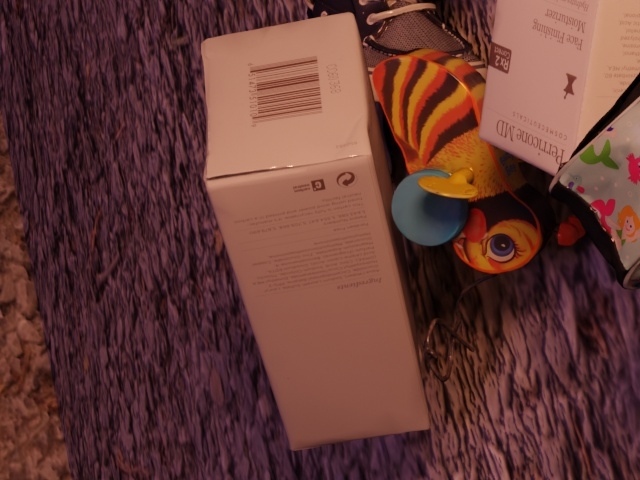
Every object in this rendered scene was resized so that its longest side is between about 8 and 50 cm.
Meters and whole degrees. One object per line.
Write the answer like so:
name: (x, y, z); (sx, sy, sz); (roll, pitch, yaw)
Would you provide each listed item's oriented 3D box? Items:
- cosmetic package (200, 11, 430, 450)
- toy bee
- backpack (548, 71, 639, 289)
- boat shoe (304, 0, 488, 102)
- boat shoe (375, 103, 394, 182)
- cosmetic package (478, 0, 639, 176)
cosmetic package: (0.000, 0.000, 1.628); (0.217, 0.156, 0.385); (-95, -6, -47)
toy bee: (0.158, -0.039, 1.541); (0.298, 0.162, 0.195); (67, -151, -28)
backpack: (0.307, -0.076, 1.135); (0.191, 0.225, 0.253); (50, 133, 22)
boat shoe: (0.065, -0.235, 1.728); (0.340, 0.127, 0.158); (-154, 59, -62)
boat shoe: (0.053, -0.119, 1.857); (0.040, 0.049, 0.142); (57, -159, -60)
cosmetic package: (0.237, -0.149, 1.350); (0.151, 0.151, 0.184); (-144, 57, -60)
